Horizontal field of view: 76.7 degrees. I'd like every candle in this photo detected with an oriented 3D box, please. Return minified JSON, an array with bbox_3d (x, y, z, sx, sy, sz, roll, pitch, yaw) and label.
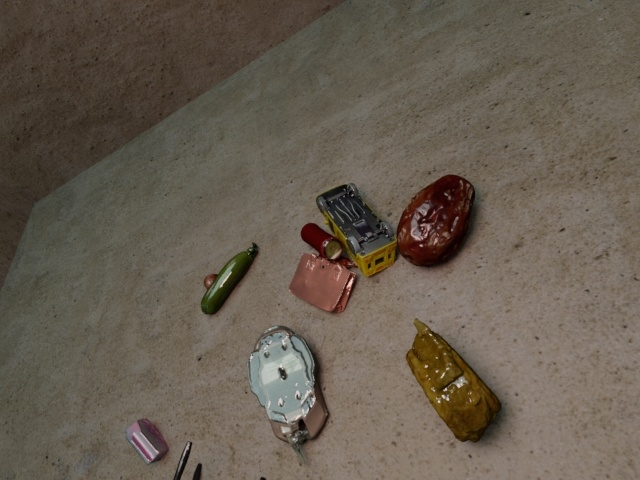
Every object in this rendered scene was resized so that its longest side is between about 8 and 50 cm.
[{"bbox_3d":[0.062,0.072,1.369,0.162,0.048,0.053,9,94,38],"label":"candle"}]

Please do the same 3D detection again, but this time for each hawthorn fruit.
[{"bbox_3d":[-0.412,0.152,1.594,0.103,0.067,0.066,-44,47,-4],"label":"hawthorn fruit"}]

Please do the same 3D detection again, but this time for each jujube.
[{"bbox_3d":[0.337,-0.058,1.183,0.197,0.197,0.290,22,69,40],"label":"jujube"}]

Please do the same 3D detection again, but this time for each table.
[{"bbox_3d":[-0.305,0.716,1.056,0.316,0.318,0.249,-6,43,29],"label":"table"}]

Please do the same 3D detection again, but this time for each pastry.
[{"bbox_3d":[0.288,0.327,0.916,0.132,0.235,0.240,-44,37,4],"label":"pastry"}]

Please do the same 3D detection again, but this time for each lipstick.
[{"bbox_3d":[0.000,0.000,1.371,0.080,0.080,0.241,-45,24,-3],"label":"lipstick"}]

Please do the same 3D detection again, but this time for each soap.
[{"bbox_3d":[-0.569,0.651,1.325,0.149,0.100,0.056,39,78,18],"label":"soap"}]

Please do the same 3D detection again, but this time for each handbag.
[{"bbox_3d":[0.002,0.134,1.323,0.212,0.059,0.158,20,88,39],"label":"handbag"}]

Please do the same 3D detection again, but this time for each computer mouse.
[{"bbox_3d":[-0.084,0.430,1.169,0.199,0.115,0.390,-24,60,4],"label":"computer mouse"}]

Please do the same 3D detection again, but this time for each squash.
[{"bbox_3d":[-0.347,0.140,1.549,0.087,0.087,0.332,26,74,41],"label":"squash"}]

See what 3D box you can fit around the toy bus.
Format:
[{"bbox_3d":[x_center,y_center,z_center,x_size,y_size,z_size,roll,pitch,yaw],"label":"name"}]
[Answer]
[{"bbox_3d":[0.112,-0.046,1.331,0.144,0.152,0.330,-24,48,-11],"label":"toy bus"}]
